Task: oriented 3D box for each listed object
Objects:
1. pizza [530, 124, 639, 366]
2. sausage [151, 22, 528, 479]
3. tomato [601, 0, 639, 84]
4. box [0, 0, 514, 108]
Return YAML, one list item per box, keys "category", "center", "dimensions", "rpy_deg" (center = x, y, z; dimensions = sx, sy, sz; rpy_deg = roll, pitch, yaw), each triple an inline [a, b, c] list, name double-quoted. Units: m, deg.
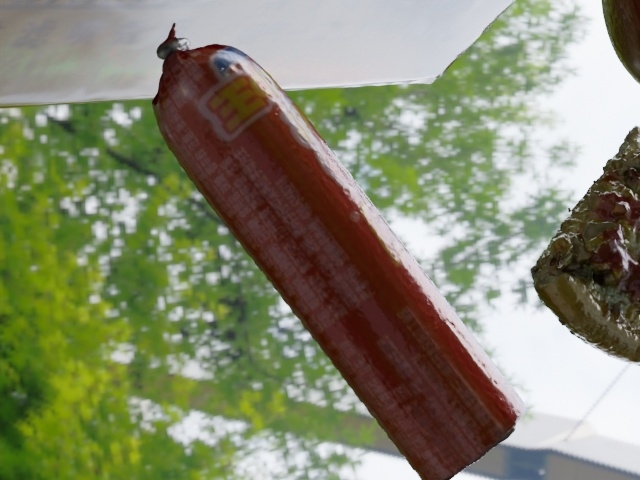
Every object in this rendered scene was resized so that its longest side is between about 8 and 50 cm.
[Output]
- category: "pizza"
  center: [0.252, -0.004, 1.060]
  dimensions: [0.062, 0.188, 0.199]
  rpy_deg: [-11, -118, 49]
- category: "sausage"
  center: [0.000, 0.000, 0.332]
  dimensions: [0.034, 0.034, 0.129]
  rpy_deg: [-37, -90, 36]
- category: "tomato"
  center: [0.288, -0.197, 1.034]
  dimensions: [0.167, 0.167, 0.167]
  rpy_deg: [4, -84, 40]
- category: "box"
  center: [-0.124, -0.170, 0.411]
  dimensions: [0.116, 0.415, 0.264]
  rpy_deg: [-43, -114, 39]
